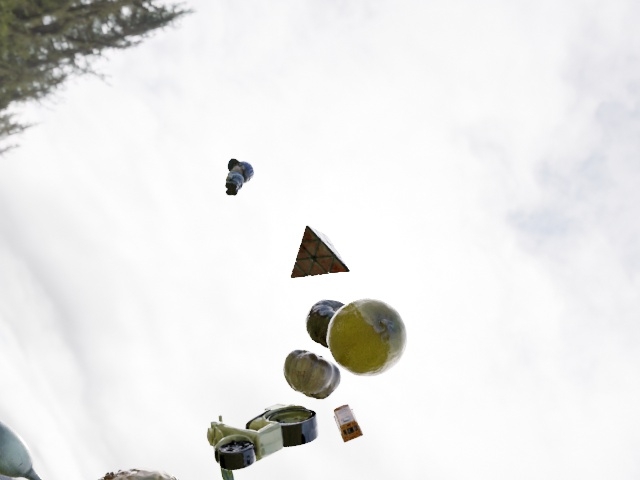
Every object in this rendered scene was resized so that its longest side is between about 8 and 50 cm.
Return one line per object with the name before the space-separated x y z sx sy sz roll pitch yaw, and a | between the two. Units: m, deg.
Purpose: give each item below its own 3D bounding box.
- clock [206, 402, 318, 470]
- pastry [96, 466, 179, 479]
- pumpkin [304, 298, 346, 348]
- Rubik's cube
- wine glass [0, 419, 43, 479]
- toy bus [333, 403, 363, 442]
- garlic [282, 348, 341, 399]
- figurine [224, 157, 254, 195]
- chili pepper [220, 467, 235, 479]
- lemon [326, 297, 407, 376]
clock | -0.189 0.588 2.007 0.276 0.379 0.120 -3 -88 48
pastry | -0.566 0.810 1.906 0.245 0.409 0.410 44 -38 30
pumpkin | 0.039 0.307 2.345 0.219 0.219 0.162 39 -61 28
Rubik's cube | 0.000 0.000 2.222 0.211 0.178 0.190 -4 -62 15
wine glass | -0.719 0.582 1.477 0.096 0.264 0.309 6 -42 37
toy bus | 0.098 0.676 2.486 0.194 0.083 0.088 -134 -157 -77
garlic | -0.031 0.485 2.387 0.227 0.152 0.228 25 -14 7
figurine | -0.257 -0.199 2.070 0.087 0.149 0.086 1 -56 6
chili pepper | -0.359 0.861 2.520 0.050 0.052 0.202 -45 -127 31
lemon | 0.150 0.282 1.981 0.240 0.240 0.219 56 -36 7
